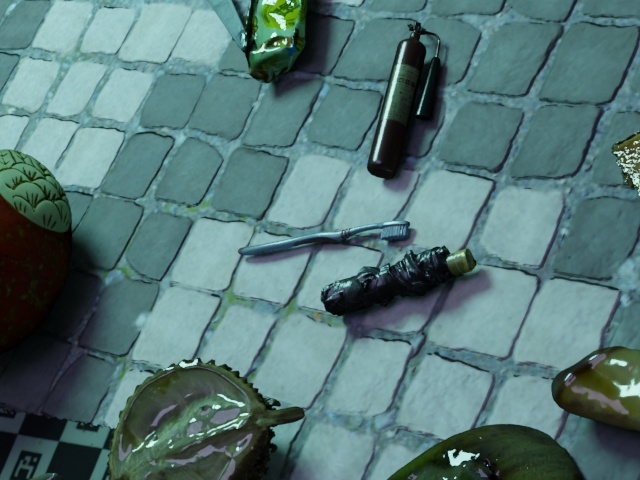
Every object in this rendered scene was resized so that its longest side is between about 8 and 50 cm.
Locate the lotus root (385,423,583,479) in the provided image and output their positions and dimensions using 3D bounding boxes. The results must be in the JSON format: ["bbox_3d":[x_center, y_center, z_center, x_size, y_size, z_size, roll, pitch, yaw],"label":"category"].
[{"bbox_3d":[0.103,0.220,1.193,0.203,0.078,0.183,-34,46,12],"label":"lotus root"}]

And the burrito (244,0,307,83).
[{"bbox_3d":[-0.022,-0.295,1.662,0.104,0.054,0.288,-15,53,30],"label":"burrito"}]

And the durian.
[{"bbox_3d":[-0.093,0.181,1.364,0.188,0.091,0.148,-24,61,19],"label":"durian"}]

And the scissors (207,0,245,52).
[{"bbox_3d":[-0.135,-0.312,1.783,0.191,0.029,0.360,-41,46,13],"label":"scissors"}]

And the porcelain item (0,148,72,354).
[{"bbox_3d":[-0.384,-0.001,1.616,0.253,0.253,0.253,-20,50,26],"label":"porcelain item"}]

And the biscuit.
[{"bbox_3d":[0.281,0.119,1.144,0.164,0.047,0.208,-45,44,5],"label":"biscuit"}]

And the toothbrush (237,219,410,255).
[{"bbox_3d":[0.000,0.000,1.469,0.193,0.013,0.019,-8,65,34],"label":"toothbrush"}]

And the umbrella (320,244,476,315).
[{"bbox_3d":[0.067,0.034,1.376,0.143,0.040,0.037,-18,43,26],"label":"umbrella"}]

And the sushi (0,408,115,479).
[{"bbox_3d":[-0.346,0.310,1.489,0.359,0.064,0.343,2,63,40],"label":"sushi"}]

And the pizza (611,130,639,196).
[{"bbox_3d":[0.279,-0.065,1.292,0.100,0.029,0.099,-52,36,-7],"label":"pizza"}]

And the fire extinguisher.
[{"bbox_3d":[0.084,-0.139,1.487,0.049,0.035,0.173,-5,61,40],"label":"fire extinguisher"}]
